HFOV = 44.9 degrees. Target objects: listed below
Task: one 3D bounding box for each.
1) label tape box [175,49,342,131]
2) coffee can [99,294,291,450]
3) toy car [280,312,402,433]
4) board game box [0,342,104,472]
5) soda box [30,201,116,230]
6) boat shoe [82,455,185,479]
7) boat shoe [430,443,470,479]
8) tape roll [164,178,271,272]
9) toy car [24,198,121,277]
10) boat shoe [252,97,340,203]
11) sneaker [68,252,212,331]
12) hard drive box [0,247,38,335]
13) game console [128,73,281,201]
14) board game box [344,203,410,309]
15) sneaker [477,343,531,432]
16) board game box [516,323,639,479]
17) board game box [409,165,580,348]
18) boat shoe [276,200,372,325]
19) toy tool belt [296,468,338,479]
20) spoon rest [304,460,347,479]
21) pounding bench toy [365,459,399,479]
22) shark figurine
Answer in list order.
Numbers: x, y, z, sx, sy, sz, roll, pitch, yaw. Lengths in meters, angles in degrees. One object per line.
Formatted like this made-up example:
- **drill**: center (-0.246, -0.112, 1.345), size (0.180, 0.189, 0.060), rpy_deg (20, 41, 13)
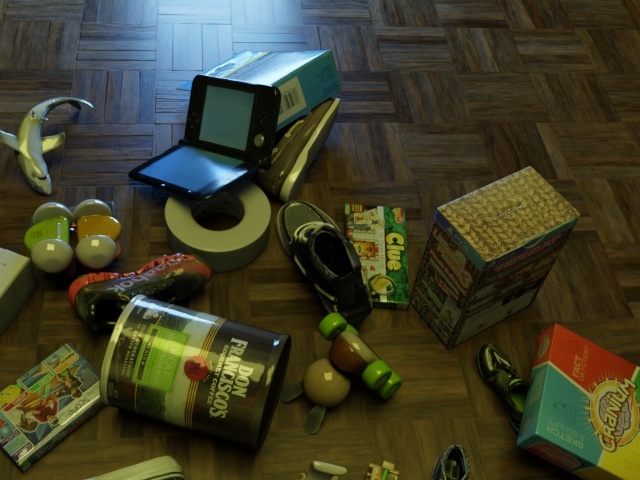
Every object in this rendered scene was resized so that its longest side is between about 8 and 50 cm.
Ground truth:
- **label tape box**: center (-0.150, -0.363, 1.859), size (0.240, 0.106, 0.333), rpy_deg (-37, 33, -30)
- **coffee can**: center (-0.209, 0.225, 1.334), size (0.275, 0.201, 0.201), rpy_deg (14, 51, 6)
- **toy car**: center (0.023, 0.257, 1.411), size (0.188, 0.149, 0.155), rpy_deg (-43, 59, -2)
- **board game box**: center (-0.479, 0.287, 1.355), size (0.136, 0.035, 0.201), rpy_deg (37, 56, 22)
- **soda box**: center (-0.507, -0.033, 1.602), size (0.168, 0.053, 0.060), rpy_deg (-9, 53, -13)
- **boat shoe**: center (-0.356, 0.442, 1.188), size (0.335, 0.121, 0.119), rpy_deg (-19, 51, -23)
- **boat shoe**: center (0.207, 0.433, 1.290), size (0.065, 0.083, 0.183), rpy_deg (12, 51, 3)
- **tape roll**: center (-0.215, -0.040, 1.633), size (0.219, 0.072, 0.219), rpy_deg (3, 51, -4)
- **toy car**: center (-0.480, 0.012, 1.516), size (0.182, 0.136, 0.159), rpy_deg (-6, 45, -15)
- **boat shoe**: center (-0.049, -0.226, 1.780), size (0.096, 0.117, 0.324), rpy_deg (23, 57, 7)
- **sneaker**: center (-0.332, 0.105, 1.468), size (0.276, 0.098, 0.135), rpy_deg (-13, 35, -15)
- **hard drive box**: center (-0.672, 0.114, 1.438), size (0.181, 0.089, 0.232), rpy_deg (18, 51, 8)
- **game console**: center (-0.252, -0.227, 1.652), size (0.293, 0.250, 0.173), rpy_deg (18, 13, 41)
- **board game box**: center (0.117, 0.030, 1.645), size (0.136, 0.030, 0.260), rpy_deg (5, 51, -5)
- **sneaker**: center (0.359, 0.268, 1.447), size (0.067, 0.078, 0.188), rpy_deg (-13, 53, -17)
- **board game box**: center (0.521, 0.324, 1.383), size (0.316, 0.064, 0.242), rpy_deg (27, 51, -3)
- **board game box**: center (0.324, 0.037, 1.494), size (0.232, 0.291, 0.141), rpy_deg (-23, 57, -24)
- **boat shoe**: center (0.000, 0.000, 1.550), size (0.127, 0.158, 0.340), rpy_deg (-26, 51, -12)
- **toy tool belt**: center (-0.013, 0.411, 1.311), size (0.083, 0.052, 0.051), rpy_deg (-16, 17, -23)
- **spoon rest**: center (-0.023, 0.481, 1.195), size (0.137, 0.084, 0.276), rpy_deg (17, 77, -10)
- **pounding bench toy**: center (0.099, 0.412, 1.293), size (0.052, 0.083, 0.065), rpy_deg (15, 50, 5)
- **shark figurine**: center (-0.636, -0.240, 1.733), size (0.166, 0.116, 0.278), rpy_deg (31, 54, -25)
